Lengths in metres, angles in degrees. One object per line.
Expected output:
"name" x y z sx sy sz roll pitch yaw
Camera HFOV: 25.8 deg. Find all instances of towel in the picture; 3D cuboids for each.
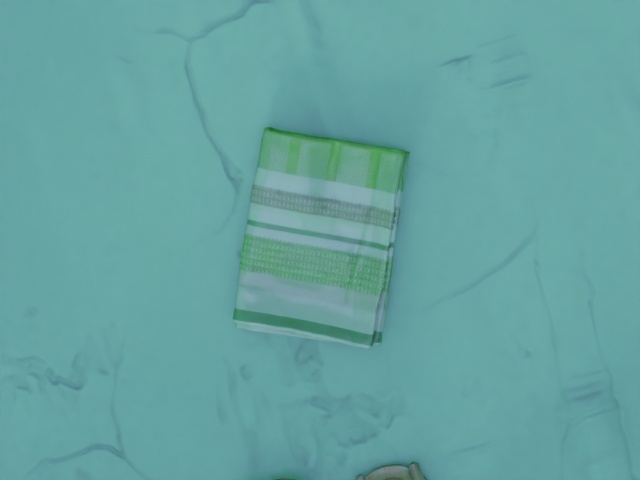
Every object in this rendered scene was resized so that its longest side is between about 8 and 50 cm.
"towel" 0.000 0.000 1.025 0.113 0.023 0.152 9 100 -1

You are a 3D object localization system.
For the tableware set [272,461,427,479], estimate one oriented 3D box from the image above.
"tableware set" 0.016 0.243 1.071 0.169 0.020 0.141 -6 100 3
